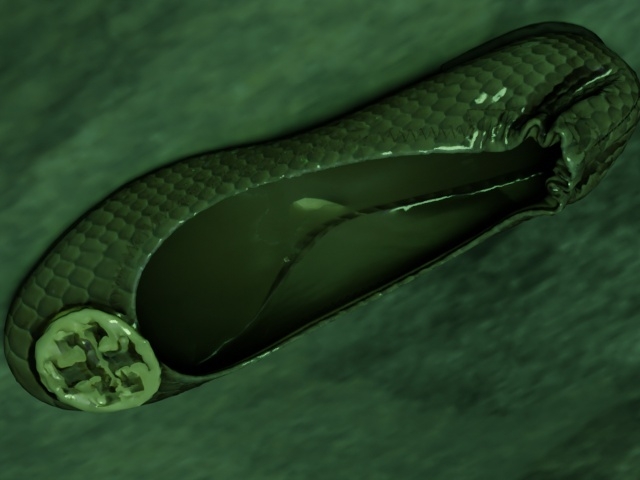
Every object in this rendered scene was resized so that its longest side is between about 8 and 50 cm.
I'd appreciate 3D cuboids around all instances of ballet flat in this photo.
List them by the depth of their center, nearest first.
[{"bbox_3d":[0.000,0.000,0.631,0.250,0.058,0.084,-24,126,6],"label":"ballet flat"}]
